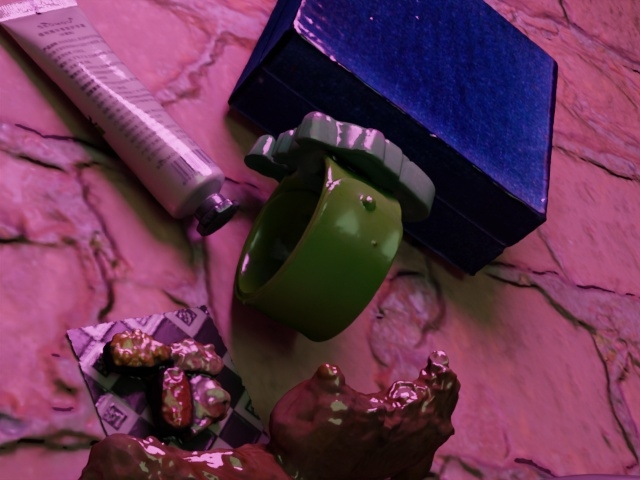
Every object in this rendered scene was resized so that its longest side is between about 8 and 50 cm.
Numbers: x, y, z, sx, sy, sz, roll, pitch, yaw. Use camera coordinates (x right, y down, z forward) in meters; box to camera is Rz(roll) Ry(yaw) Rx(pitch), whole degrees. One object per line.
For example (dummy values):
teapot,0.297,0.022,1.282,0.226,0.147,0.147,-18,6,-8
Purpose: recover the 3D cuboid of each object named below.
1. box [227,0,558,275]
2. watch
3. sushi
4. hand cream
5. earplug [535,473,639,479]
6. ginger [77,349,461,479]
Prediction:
box,0.083,-0.149,0.968,0.279,0.116,0.261,34,40,-14
watch,0.000,0.000,0.777,0.131,0.165,0.152,29,67,-22
sushi,-0.090,0.099,0.682,0.120,0.026,0.126,-8,64,-45
hand cream,-0.150,-0.100,0.784,0.234,0.050,0.080,49,40,9
earplug,0.121,0.290,0.492,0.394,0.312,0.313,-21,73,-50
ginger,-0.016,0.142,0.656,0.290,0.122,0.084,-8,35,-42
